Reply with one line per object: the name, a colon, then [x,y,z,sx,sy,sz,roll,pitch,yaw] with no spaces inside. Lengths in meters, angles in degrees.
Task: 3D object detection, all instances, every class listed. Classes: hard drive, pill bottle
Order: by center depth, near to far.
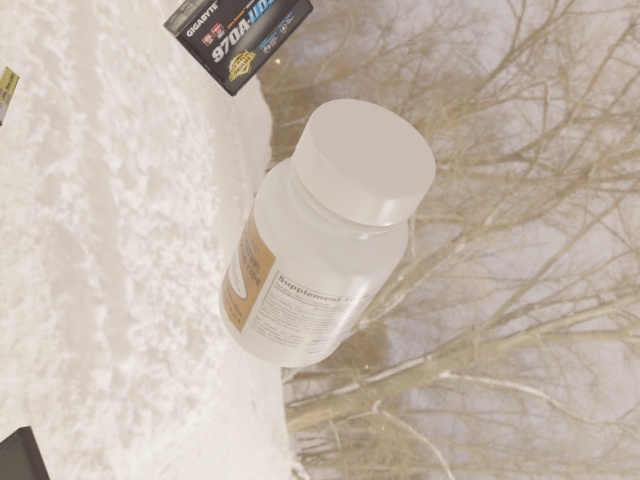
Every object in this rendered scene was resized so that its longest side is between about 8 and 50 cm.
pill bottle: [0.000,0.000,0.539,0.229,0.131,0.131,119,-34,-45]
hard drive: [-0.363,0.306,0.757,0.135,0.094,0.022,59,16,20]

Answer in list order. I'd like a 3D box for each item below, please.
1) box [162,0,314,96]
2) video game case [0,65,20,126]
box: [-0.132,-0.379,1.070,0.051,0.220,0.175,43,0,34]
video game case: [-0.663,-0.178,1.134,0.035,0.275,0.248,46,10,-35]
